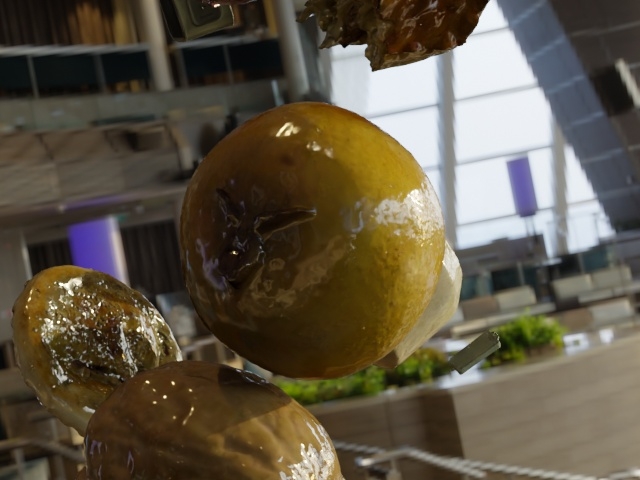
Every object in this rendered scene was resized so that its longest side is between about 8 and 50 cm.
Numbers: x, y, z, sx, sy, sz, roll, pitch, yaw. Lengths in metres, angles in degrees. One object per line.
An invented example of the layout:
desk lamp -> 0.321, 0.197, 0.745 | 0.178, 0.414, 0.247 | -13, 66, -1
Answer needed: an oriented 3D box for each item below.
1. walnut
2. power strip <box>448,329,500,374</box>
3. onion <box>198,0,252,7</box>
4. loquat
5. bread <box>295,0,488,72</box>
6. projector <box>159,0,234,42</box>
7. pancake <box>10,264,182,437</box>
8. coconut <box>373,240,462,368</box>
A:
walnut -> -0.122, 0.307, 1.350 | 0.343, 0.306, 0.306 | 20, 16, 29
power strip -> 0.210, 0.155, 1.556 | 0.083, 0.027, 0.017 | -35, -35, -6
onion -> -0.071, -0.306, 1.081 | 0.159, 0.160, 0.195 | -10, 12, -30
loquat -> 0.000, 0.000, 1.358 | 0.328, 0.329, 0.359 | -11, -6, 34
bread -> 0.081, -0.392, 1.503 | 0.370, 0.191, 0.314 | -11, -34, -36
projector -> -0.187, -0.348, 1.692 | 0.082, 0.083, 0.083 | -23, 19, -19
pancake -> -0.375, 0.206, 1.991 | 0.082, 0.387, 0.387 | -35, -13, 29
coconut -> 0.086, 0.090, 2.031 | 0.328, 0.329, 0.329 | -11, -1, 0
